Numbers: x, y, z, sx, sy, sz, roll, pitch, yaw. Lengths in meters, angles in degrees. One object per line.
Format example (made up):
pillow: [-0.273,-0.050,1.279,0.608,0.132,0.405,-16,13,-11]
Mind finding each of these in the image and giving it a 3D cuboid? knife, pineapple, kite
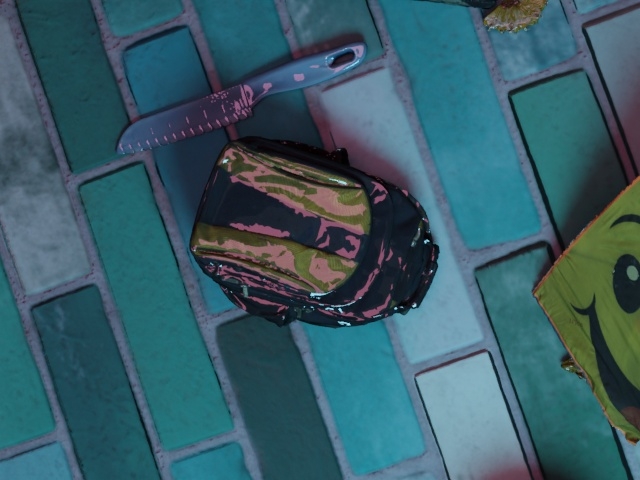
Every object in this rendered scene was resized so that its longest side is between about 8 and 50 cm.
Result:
knife: [-0.090,-0.157,1.997,0.313,0.019,0.044,-18,89,13]
pineapple: [0.217,-0.249,1.927,0.083,0.019,0.045,-38,80,7]
kite: [0.335,0.070,1.775,0.377,0.013,0.327,25,122,53]

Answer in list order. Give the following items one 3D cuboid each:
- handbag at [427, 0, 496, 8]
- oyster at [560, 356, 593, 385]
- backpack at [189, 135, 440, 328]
handbag: [0.082,-0.469,1.890,0.317,0.180,0.416,7,87,3]
oyster: [0.329,0.126,1.901,0.132,0.029,0.086,21,89,15]
backpack: [0.000,0.000,1.926,0.258,0.133,0.206,18,85,5]
